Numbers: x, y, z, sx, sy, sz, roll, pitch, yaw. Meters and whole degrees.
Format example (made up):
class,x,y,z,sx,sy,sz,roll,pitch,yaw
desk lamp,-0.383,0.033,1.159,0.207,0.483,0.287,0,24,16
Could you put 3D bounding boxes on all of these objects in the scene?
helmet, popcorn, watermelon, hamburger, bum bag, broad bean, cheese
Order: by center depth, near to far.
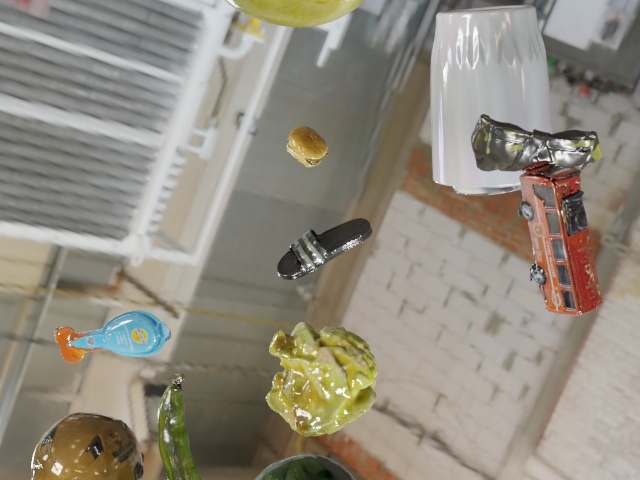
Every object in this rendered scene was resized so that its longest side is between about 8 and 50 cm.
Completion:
class,x,y,z,sx,sy,sz,roll,pitch,yaw
popcorn,0.000,0.224,1.894,0.187,0.185,0.167,-10,-145,-1
broad bean,-0.239,0.351,1.931,0.065,0.255,0.046,-9,-178,7
bum bag,0.369,-0.156,1.961,0.232,0.107,0.060,9,-142,-7
helmet,-0.418,0.379,2.056,0.198,0.130,0.224,12,-151,18
watermelon,-0.029,0.528,2.176,0.242,0.242,0.242,21,-168,-4
hamburger,-0.026,-0.189,2.295,0.083,0.044,0.076,38,-135,8
cheese,-0.435,0.203,2.402,0.256,0.106,0.037,-9,-162,13

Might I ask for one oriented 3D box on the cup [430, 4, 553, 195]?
class,x,y,z,sx,sy,sz,roll,pitch,yaw
cup,0.351,-0.289,2.359,0.253,0.372,0.253,-4,-168,1

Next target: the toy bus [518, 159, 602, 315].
class,x,y,z,sx,sy,sz,roll,pitch,yaw
toy bus,0.364,-0.004,1.742,0.073,0.235,0.096,-22,-162,-32

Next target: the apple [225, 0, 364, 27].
class,x,y,z,sx,sy,sz,roll,pitch,yaw
apple,-0.045,-0.457,1.692,0.254,0.292,0.292,-13,-157,-16

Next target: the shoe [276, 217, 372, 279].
class,x,y,z,sx,sy,sz,roll,pitch,yaw
shoe,0.000,0.000,1.937,0.071,0.179,0.049,53,168,53
